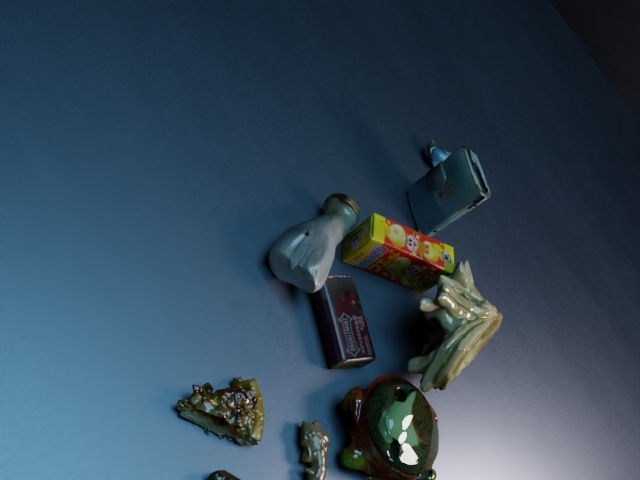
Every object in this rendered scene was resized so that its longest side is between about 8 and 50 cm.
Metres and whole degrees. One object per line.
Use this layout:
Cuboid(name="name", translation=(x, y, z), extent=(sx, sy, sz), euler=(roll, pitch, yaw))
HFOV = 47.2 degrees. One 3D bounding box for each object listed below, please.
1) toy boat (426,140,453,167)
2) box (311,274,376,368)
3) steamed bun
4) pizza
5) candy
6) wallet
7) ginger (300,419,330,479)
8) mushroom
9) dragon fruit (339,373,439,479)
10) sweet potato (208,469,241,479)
Cuboid(name="toy boat", translation=(0.413, -0.250, 2.326), extent=(0.185, 0.075, 0.077), euler=(23, 55, -18))
Cuboid(name="box", translation=(0.054, 0.198, 1.800), extent=(0.120, 0.069, 0.224), euler=(3, 63, -34))
Cuboid(name="steamed bun", translation=(0.347, 0.201, 1.879), extent=(0.189, 0.247, 0.428), euler=(39, 32, 17))
Cuboid(name="pizza", translation=(-0.203, 0.343, 1.524), extent=(0.193, 0.069, 0.154), euler=(12, 58, -31))
Cuboid(name="candy", translation=(0.209, 0.038, 1.958), extent=(0.276, 0.146, 0.088), euler=(24, 52, -24))
Cuboid(name="wallet", translation=(0.363, -0.136, 2.100), extent=(0.075, 0.250, 0.176), euler=(8, 58, -36))
Cuboid(name="ginger", translation=(-0.016, 0.476, 1.591), extent=(0.069, 0.051, 0.174), euler=(19, 52, -21))
Cuboid(name="mushroom", translation=(0.000, 0.000, 1.846), extent=(0.159, 0.122, 0.329), euler=(41, 44, 3))
Cuboid(name="dragon fruit", translation=(0.170, 0.438, 1.701), extent=(0.295, 0.130, 0.268), euler=(-32, 89, -43))
Cuboid(name="sweet potato", translation=(-0.123, 0.569, 1.432), extent=(0.112, 0.085, 0.286), euler=(-25, 79, -38))
